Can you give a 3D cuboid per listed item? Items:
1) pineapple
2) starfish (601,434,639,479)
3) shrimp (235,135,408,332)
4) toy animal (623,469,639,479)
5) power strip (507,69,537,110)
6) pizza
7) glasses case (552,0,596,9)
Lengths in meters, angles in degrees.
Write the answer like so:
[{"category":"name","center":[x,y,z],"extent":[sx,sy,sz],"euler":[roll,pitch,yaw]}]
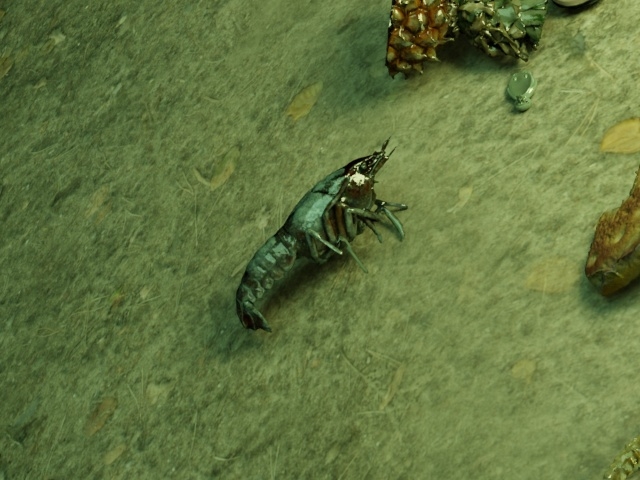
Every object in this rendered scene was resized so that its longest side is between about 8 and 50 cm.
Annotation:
[{"category":"pineapple","center":[0.269,-0.400,1.838],"extent":[0.271,0.262,0.262],"euler":[8,67,9]},{"category":"starfish","center":[0.584,0.244,1.300],"extent":[0.432,0.082,0.324],"euler":[-41,26,-8]},{"category":"shrimp","center":[0.000,-0.005,1.791],"extent":[0.410,0.166,0.221],"euler":[-37,24,2]},{"category":"toy animal","center":[0.357,0.408,1.220],"extent":[0.194,0.344,0.303],"euler":[39,98,36]},{"category":"power strip","center":[0.354,-0.268,1.797],"extent":[0.055,0.035,0.083],"euler":[-12,56,25]},{"category":"pizza","center":[0.504,-0.045,1.522],"extent":[0.305,0.085,0.161],"euler":[-59,13,17]},{"category":"glasses case","center":[0.455,-0.552,1.867],"extent":[0.122,0.075,0.314],"euler":[-16,57,19]}]
